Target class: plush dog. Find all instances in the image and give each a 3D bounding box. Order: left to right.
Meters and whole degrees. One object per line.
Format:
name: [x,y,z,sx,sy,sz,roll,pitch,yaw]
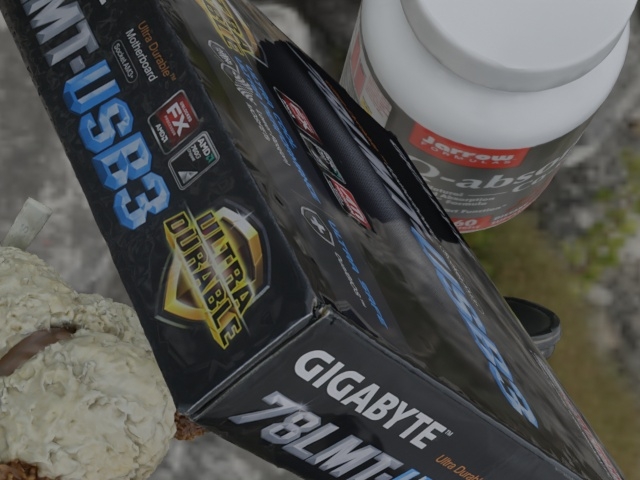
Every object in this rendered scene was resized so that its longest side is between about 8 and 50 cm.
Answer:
plush dog: [-0.192,0.102,1.224,0.262,0.225,0.211,-32,136,-31]

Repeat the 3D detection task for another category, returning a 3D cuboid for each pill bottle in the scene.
pill bottle: [0.128,-0.150,1.414,0.363,0.210,0.210,105,0,-74]

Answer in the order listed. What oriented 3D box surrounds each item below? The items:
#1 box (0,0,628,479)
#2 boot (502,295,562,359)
box: [0.000,0.000,0.767,0.073,0.295,0.293,-40,139,13]
boot: [0.106,0.173,1.425,0.091,0.263,0.229,-31,105,-52]
